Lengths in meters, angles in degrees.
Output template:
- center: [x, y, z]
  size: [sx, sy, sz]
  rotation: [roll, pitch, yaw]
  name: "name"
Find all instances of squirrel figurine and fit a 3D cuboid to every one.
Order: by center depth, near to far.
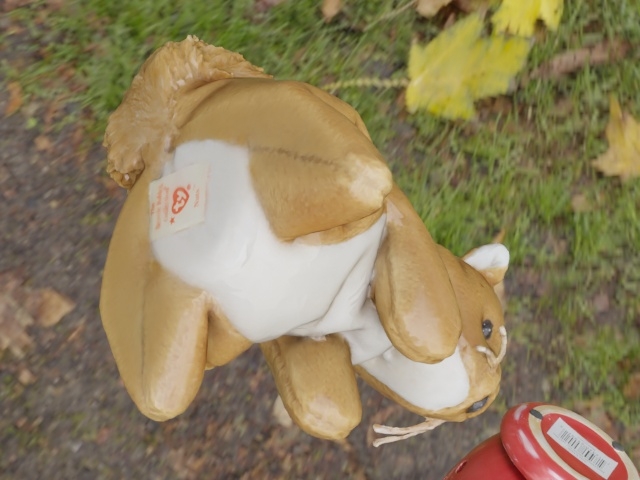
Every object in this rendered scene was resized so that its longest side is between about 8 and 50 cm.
- center: [0.000, 0.000, 1.418]
  size: [0.370, 0.397, 0.281]
  rotation: [23, 111, -43]
  name: "squirrel figurine"

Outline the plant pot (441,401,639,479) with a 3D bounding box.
- center: [0.217, 0.272, 1.616]
  size: [0.191, 0.191, 0.174]
  rotation: [32, 115, -1]
  name: "plant pot"
